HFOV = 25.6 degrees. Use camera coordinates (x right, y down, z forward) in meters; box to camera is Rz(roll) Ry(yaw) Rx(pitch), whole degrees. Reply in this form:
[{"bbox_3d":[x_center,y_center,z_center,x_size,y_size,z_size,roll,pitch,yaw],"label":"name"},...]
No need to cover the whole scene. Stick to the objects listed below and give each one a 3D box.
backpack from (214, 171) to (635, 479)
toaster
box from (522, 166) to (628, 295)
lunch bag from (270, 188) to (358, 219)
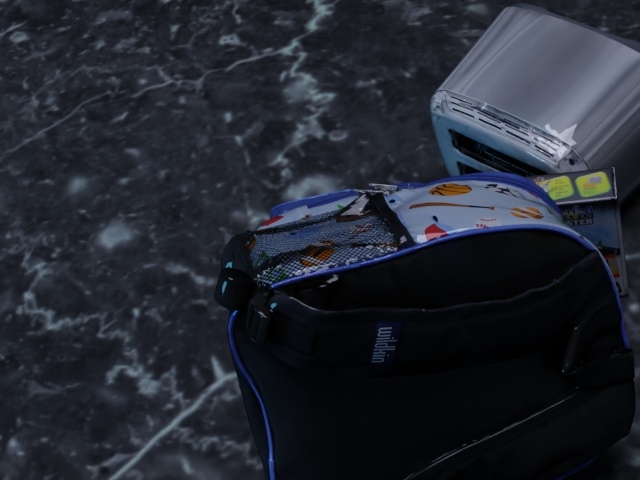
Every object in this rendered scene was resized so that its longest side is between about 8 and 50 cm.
[{"bbox_3d":[0.077,0.077,0.990,0.263,0.276,0.213,-13,30,1],"label":"backpack"},{"bbox_3d":[0.202,-0.098,1.200,0.227,0.129,0.146,30,65,36],"label":"toaster"},{"bbox_3d":[0.137,0.003,1.126,0.207,0.114,0.036,-6,45,13],"label":"box"},{"bbox_3d":[0.000,0.000,1.208,0.098,0.067,0.065,-10,44,10],"label":"lunch bag"}]
